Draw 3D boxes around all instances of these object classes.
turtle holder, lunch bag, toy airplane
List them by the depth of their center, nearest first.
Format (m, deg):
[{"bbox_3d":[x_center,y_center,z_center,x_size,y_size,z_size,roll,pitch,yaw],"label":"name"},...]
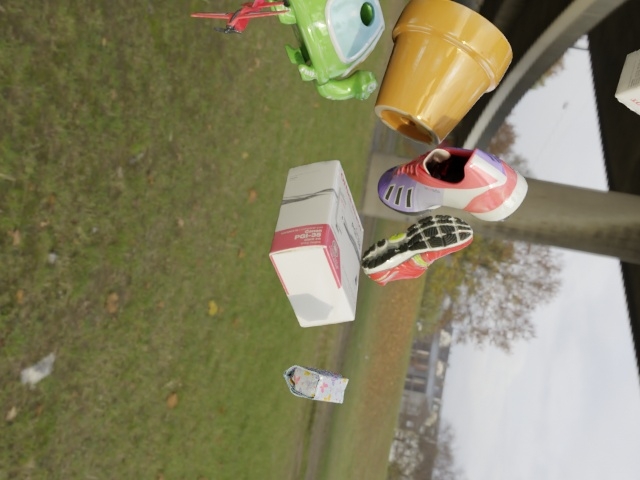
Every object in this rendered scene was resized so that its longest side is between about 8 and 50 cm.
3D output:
[{"bbox_3d":[-0.105,-0.327,1.032,0.151,0.151,0.028,-73,158,-49],"label":"toy airplane"},{"bbox_3d":[-0.010,0.231,1.169,0.071,0.083,0.053,19,86,-44],"label":"lunch bag"},{"bbox_3d":[0.033,-0.477,1.671,0.243,0.227,0.320,-118,-175,-84],"label":"turtle holder"}]

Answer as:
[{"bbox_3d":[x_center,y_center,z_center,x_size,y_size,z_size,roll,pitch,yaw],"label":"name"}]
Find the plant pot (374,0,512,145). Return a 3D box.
[{"bbox_3d":[0.191,-0.273,1.229,0.188,0.205,0.205,-61,172,-6],"label":"plant pot"}]

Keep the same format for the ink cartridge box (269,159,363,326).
[{"bbox_3d":[0.000,0.000,1.463,0.283,0.117,0.207,-80,155,-48],"label":"ink cartridge box"}]

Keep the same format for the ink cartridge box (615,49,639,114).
[{"bbox_3d":[0.668,-0.280,1.250,0.237,0.172,0.100,-12,-124,65],"label":"ink cartridge box"}]

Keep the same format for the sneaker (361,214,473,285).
[{"bbox_3d":[0.237,0.029,1.728,0.118,0.279,0.107,52,27,-40],"label":"sneaker"}]

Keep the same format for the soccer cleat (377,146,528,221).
[{"bbox_3d":[0.178,-0.102,1.134,0.109,0.116,0.318,-58,-151,-11],"label":"soccer cleat"}]
